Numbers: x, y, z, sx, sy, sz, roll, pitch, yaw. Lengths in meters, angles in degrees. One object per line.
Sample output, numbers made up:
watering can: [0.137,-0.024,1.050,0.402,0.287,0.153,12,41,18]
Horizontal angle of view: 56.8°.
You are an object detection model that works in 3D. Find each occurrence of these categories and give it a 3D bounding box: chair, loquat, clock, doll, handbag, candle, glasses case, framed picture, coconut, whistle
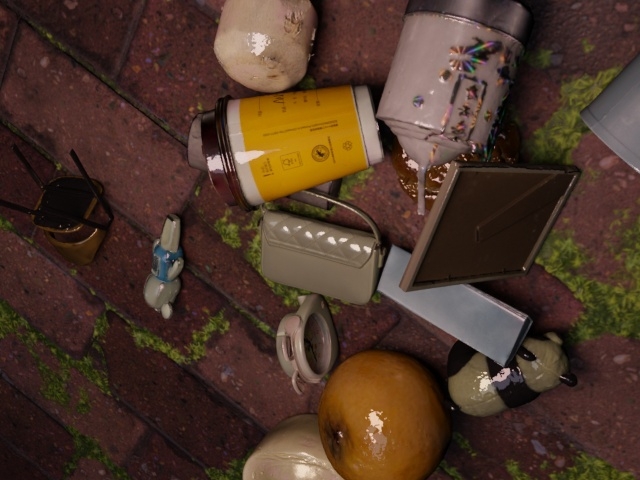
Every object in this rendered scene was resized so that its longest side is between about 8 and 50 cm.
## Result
chair: [-0.563,-0.070,1.284,0.159,0.172,0.247,9,158,19]
loquat: [0.115,0.339,1.123,0.263,0.263,0.263,8,115,19]
clock: [-0.031,0.202,1.156,0.062,0.191,0.151,-9,108,25]
doll: [0.333,0.236,1.058,0.234,0.135,0.143,-29,101,26]
handbag: [0.000,0.000,1.106,0.256,0.079,0.219,14,129,17]
candle: [0.178,-0.203,0.858,0.187,0.187,0.330,19,99,14]
glasses case: [-0.107,-0.150,1.111,0.299,0.060,0.114,19,119,14]
glasses case: [0.229,0.105,1.033,0.266,0.056,0.105,30,116,31]
framed picture: [0.267,-0.022,0.910,0.020,0.290,0.211,48,130,42]
coconut: [-0.083,-0.344,0.964,0.171,0.171,0.183,7,75,19]
whistle: [-0.333,0.054,1.288,0.114,0.077,0.235,34,118,38]

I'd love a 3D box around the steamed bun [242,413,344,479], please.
steamed bun: [-0.032,0.470,1.267,0.250,0.200,0.154,-5,93,16]

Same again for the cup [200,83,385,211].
cup: [-0.043,-0.161,0.971,0.280,0.196,0.196,-13,108,5]

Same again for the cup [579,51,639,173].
cup: [0.558,-0.175,0.717,0.331,0.257,0.311,39,119,5]

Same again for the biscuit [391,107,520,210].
biscuit: [0.223,-0.146,0.990,0.226,0.042,0.226,8,113,19]
